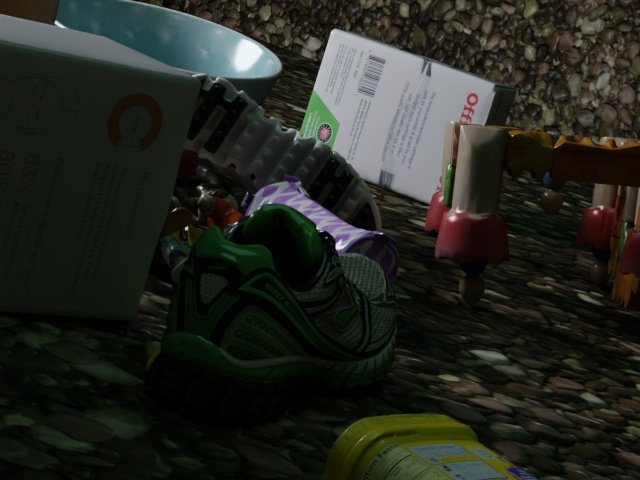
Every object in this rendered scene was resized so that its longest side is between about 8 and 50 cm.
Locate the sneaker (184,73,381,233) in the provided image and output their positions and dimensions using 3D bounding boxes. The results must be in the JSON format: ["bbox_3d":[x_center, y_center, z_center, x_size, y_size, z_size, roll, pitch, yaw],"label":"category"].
[{"bbox_3d":[-0.050,-0.085,1.743,0.292,0.110,0.118,40,-2,-4],"label":"sneaker"}]

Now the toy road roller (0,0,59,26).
[{"bbox_3d":[-0.457,-0.325,1.704,0.330,0.202,0.240,11,37,-12],"label":"toy road roller"}]

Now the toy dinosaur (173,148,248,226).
[{"bbox_3d":[-0.136,-0.058,1.741,0.118,0.064,0.268,33,10,-2],"label":"toy dinosaur"}]

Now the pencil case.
[{"bbox_3d":[0.000,0.000,1.592,0.086,0.088,0.206,32,1,-40],"label":"pencil case"}]

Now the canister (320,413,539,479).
[{"bbox_3d":[0.100,0.179,0.941,0.126,0.073,0.170,5,18,-45],"label":"canister"}]

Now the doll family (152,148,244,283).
[{"bbox_3d":[-0.155,-0.048,1.404,0.263,0.118,0.163,60,-2,-39],"label":"doll family"}]

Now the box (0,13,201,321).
[{"bbox_3d":[-0.301,-0.073,1.186,0.345,0.215,0.168,8,14,-40],"label":"box"}]

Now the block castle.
[{"bbox_3d":[0.291,-0.031,1.882,0.303,0.212,0.453,5,5,2],"label":"block castle"}]

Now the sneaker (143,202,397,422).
[{"bbox_3d":[-0.012,0.046,1.222,0.134,0.146,0.343,21,11,17],"label":"sneaker"}]

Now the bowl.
[{"bbox_3d":[-0.218,-0.190,1.932,0.312,0.163,0.311,15,20,-6],"label":"bowl"}]

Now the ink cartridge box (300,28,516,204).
[{"bbox_3d":[0.133,-0.187,2.359,0.289,0.211,0.121,23,11,21],"label":"ink cartridge box"}]
